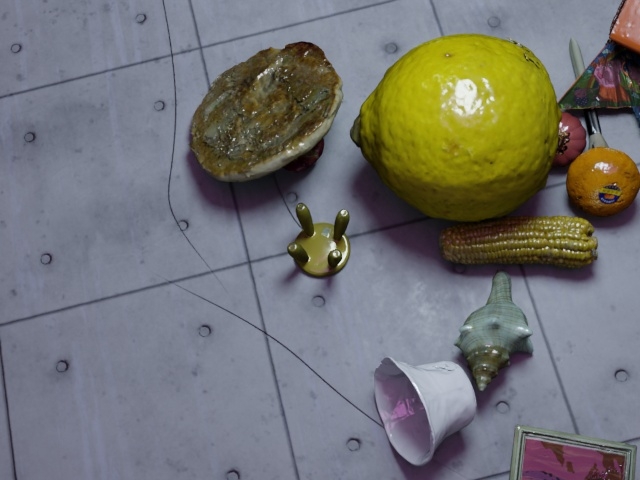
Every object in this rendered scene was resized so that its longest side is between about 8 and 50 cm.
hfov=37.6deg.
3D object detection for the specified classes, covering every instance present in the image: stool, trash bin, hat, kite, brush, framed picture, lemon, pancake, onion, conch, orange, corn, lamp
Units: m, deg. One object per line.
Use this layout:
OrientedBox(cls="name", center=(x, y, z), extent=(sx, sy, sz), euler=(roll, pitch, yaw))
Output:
OrientedBox(cls="stool", center=(0.000, 0.000, 1.768), extent=(0.134, 0.110, 0.135), euler=(-34, 69, -7))
OrientedBox(cls="trash bin", center=(0.685, -0.382, 1.813), extent=(0.238, 0.161, 0.184), euler=(26, 105, 22))
OrientedBox(cls="hat", center=(0.190, 0.281, 1.629), extent=(0.126, 0.203, 0.203), euler=(-12, 68, -21))
OrientedBox(cls="kite", center=(0.606, -0.320, 1.873), extent=(0.321, 0.016, 0.234), euler=(-2, 65, -7))
OrientedBox(cls="brush", center=(0.528, -0.280, 1.872), extent=(0.042, 0.039, 0.299), euler=(-8, 68, 2))
OrientedBox(cls="framed picture", center=(0.425, 0.466, 1.611), extent=(0.216, 0.016, 0.273), euler=(8, 70, 7))
OrientedBox(cls="lemon", center=(0.248, -0.203, 1.707), extent=(0.387, 0.350, 0.350), euler=(-4, 69, -2))
OrientedBox(cls="pancake", center=(-0.110, -0.255, 1.840), extent=(0.356, 0.065, 0.356), euler=(-15, 49, 17))
OrientedBox(cls="onion", center=(-0.039, -0.184, 1.852), extent=(0.107, 0.097, 0.107), euler=(-22, 57, 39))
OrientedBox(cls="conch", center=(0.326, 0.165, 1.684), extent=(0.137, 0.114, 0.234), euler=(39, 71, 3))
OrientedBox(cls="orange", center=(0.526, -0.112, 1.762), extent=(0.135, 0.136, 0.117), euler=(-10, 31, 0))
OrientedBox(cls="corn", center=(0.365, 0.005, 1.751), extent=(0.291, 0.101, 0.101), euler=(-2, 69, 8))
OrientedBox(cls="lamp", center=(0.459, -0.195, 1.815), extent=(0.107, 0.092, 0.108), euler=(4, 100, 23))
